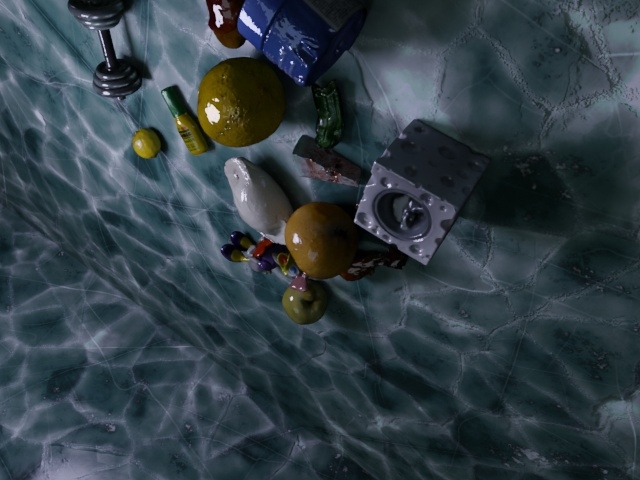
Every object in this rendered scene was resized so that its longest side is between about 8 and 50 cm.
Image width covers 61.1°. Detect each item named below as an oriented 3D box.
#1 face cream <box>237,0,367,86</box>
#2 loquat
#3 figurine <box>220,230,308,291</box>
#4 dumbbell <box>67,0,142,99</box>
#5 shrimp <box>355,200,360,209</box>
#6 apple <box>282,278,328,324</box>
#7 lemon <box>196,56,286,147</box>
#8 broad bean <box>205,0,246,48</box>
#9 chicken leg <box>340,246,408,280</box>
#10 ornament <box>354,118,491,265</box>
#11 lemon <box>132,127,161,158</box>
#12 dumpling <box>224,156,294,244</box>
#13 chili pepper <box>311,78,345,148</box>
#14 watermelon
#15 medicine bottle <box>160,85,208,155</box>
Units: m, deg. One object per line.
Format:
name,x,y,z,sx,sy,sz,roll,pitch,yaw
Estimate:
face cream,-0.041,-0.533,1.323,0.225,0.249,0.249,41,143,-1
loquat,0.000,0.000,1.822,0.263,0.263,0.263,24,140,22
figurine,-0.202,0.080,2.162,0.420,0.154,0.193,12,139,36
dumbbell,-0.731,-0.670,1.861,0.179,0.179,0.406,25,139,21
shrimp,0.225,-0.079,1.704,0.267,0.061,0.145,14,145,28
apple,-0.062,0.249,2.180,0.200,0.200,0.200,24,140,22
lemon,-0.243,-0.408,1.625,0.310,0.258,0.258,-21,111,45
broad bean,-0.259,-0.645,1.513,0.156,0.122,0.228,30,138,11
chicken leg,0.170,0.077,1.890,0.304,0.093,0.113,-15,105,44
ornament,0.268,-0.131,1.461,0.239,0.240,0.240,31,142,12
lemon,-0.695,-0.386,2.168,0.109,0.109,0.133,8,140,37
dumpling,-0.235,-0.135,1.964,0.341,0.181,0.260,32,158,-24
chili pepper,0.024,-0.371,1.587,0.098,0.061,0.224,12,132,14
watermelon,0.025,-0.223,1.725,0.241,0.094,0.154,21,146,22
medicine bottle,-0.499,-0.436,1.983,0.095,0.064,0.261,1,127,41
